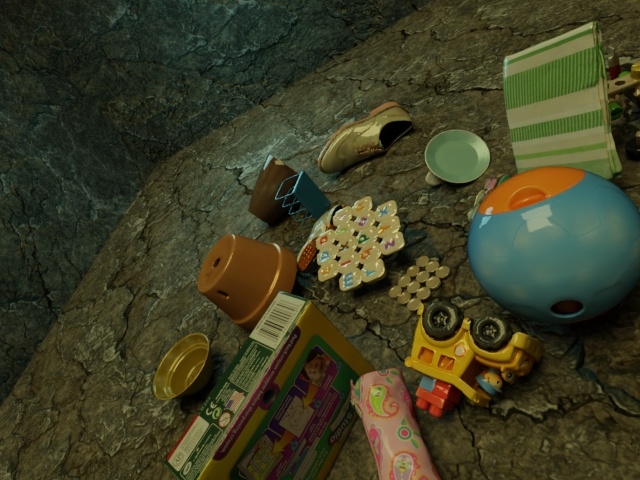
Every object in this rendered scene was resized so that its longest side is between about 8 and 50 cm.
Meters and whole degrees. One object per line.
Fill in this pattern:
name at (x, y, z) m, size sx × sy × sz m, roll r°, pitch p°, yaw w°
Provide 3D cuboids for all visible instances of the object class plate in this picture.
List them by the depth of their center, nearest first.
plate at (0.408, -0.249, 1.249) m, size 0.188 × 0.024 × 0.188 m, roll -3°, pitch 66°, yaw 7°

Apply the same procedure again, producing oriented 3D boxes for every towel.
towel at (0.540, -0.289, 0.956) m, size 0.038 × 0.324 × 0.248 m, roll -21°, pitch 12°, yaw -23°

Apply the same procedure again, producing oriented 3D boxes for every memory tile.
memory tile at (0.251, 0.108, 1.065) m, size 0.148 × 0.012 × 0.113 m, roll -46°, pitch 35°, yaw -9°

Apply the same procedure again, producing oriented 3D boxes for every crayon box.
crayon box at (-0.065, 0.341, 0.830) m, size 0.106 × 0.313 × 0.363 m, roll 9°, pitch 57°, yaw 44°

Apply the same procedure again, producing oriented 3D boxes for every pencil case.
pencil case at (0.139, 0.375, 0.767) m, size 0.124 × 0.124 × 0.284 m, roll -32°, pitch 37°, yaw 11°

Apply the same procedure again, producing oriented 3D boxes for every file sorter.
file sorter at (-0.064, -0.142, 1.510) m, size 0.104 × 0.170 × 0.118 m, roll -16°, pitch 41°, yaw 37°

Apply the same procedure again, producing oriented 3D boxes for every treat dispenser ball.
treat dispenser ball at (0.424, 0.009, 0.771) m, size 0.288 × 0.288 × 0.288 m, roll -25°, pitch 37°, yaw 20°

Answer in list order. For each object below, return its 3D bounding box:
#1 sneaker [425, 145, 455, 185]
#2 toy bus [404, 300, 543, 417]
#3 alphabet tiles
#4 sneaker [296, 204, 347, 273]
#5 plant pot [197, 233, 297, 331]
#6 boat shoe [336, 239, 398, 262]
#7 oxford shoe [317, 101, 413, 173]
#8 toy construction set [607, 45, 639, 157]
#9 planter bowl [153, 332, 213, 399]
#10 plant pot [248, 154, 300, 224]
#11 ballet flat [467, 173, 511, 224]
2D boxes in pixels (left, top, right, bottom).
sneaker at (0.380, -0.227, 1.302) m, size 0.158 × 0.061 × 0.065 m, roll -45°, pitch 10°, yaw -12°
toy bus at (0.275, 0.241, 0.792) m, size 0.220 × 0.149 × 0.211 m, roll 10°, pitch 71°, yaw 45°
alphabet tiles at (0.107, 0.006, 1.188) m, size 0.278 × 0.021 × 0.284 m, roll -26°, pitch 48°, yaw 26°
sneaker at (0.000, 0.000, 1.372) m, size 0.262 × 0.099 × 0.121 m, roll -53°, pitch 19°, yaw -19°
plant pot at (-0.241, 0.110, 1.297) m, size 0.291 × 0.203 × 0.291 m, roll -35°, pitch 37°, yaw 32°
boat shoe at (0.117, 0.024, 1.236) m, size 0.228 × 0.068 × 0.081 m, roll -6°, pitch 47°, yaw 39°
oxford shoe at (0.166, -0.377, 1.590) m, size 0.397 × 0.140 × 0.146 m, roll -37°, pitch 41°, yaw 7°
toy construction set at (0.685, -0.364, 0.992) m, size 0.257 × 0.237 × 0.309 m, roll -8°, pitch 45°, yaw 37°
planter bowl at (-0.396, 0.400, 1.274) m, size 0.217 × 0.090 × 0.217 m, roll -25°, pitch 38°, yaw 21°
plant pot at (-0.181, -0.186, 1.664) m, size 0.230 × 0.215 × 0.215 m, roll -56°, pitch 35°, yaw 3°
ballet flat at (0.428, -0.087, 1.079) m, size 0.221 × 0.077 × 0.079 m, roll -54°, pitch 18°, yaw -27°
